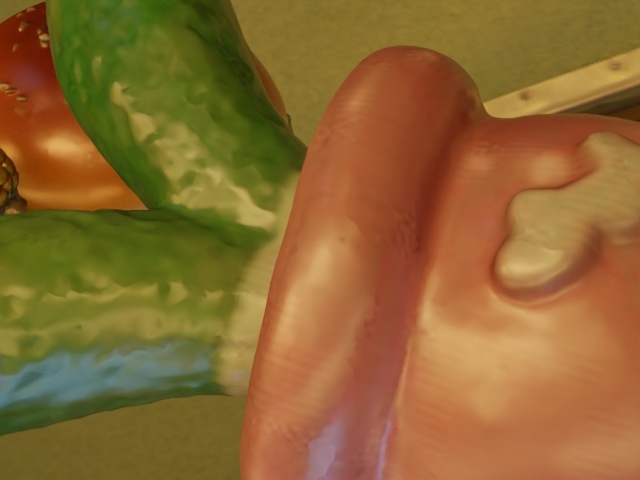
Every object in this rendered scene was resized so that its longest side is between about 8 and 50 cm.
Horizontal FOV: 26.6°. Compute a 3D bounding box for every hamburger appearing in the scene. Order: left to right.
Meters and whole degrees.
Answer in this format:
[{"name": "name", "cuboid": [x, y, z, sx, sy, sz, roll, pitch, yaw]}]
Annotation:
[{"name": "hamburger", "cuboid": [-0.126, -0.069, 0.892, 0.246, 0.246, 0.170, 25, 127, 24]}]

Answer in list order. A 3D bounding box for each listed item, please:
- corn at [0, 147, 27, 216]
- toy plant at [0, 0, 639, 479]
[{"name": "corn", "cuboid": [-0.256, -0.053, 0.722, 0.207, 0.068, 0.068, 23, 112, -20]}, {"name": "toy plant", "cuboid": [0.005, -0.001, 0.582, 0.356, 0.210, 0.317, 13, 59, 16]}]
